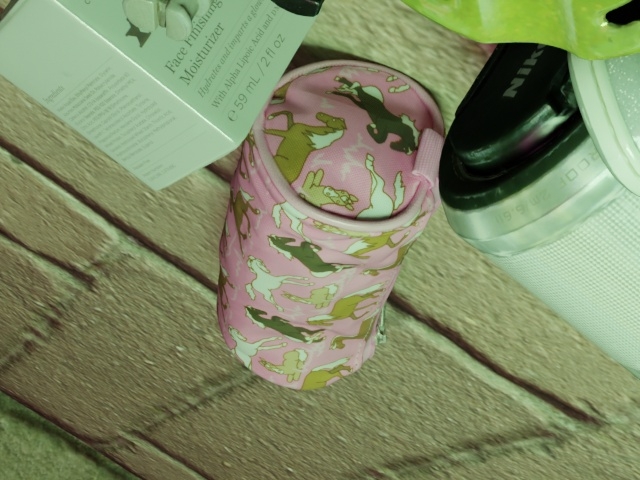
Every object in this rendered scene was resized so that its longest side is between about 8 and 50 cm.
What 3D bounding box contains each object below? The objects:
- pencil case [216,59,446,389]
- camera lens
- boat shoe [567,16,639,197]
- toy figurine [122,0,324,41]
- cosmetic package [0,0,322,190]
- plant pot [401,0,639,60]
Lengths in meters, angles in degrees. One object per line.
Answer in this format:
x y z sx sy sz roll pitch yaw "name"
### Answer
0.000 0.000 1.114 0.386 0.167 0.160 105 146 -62 "pencil case"
0.227 -0.029 0.772 0.274 0.219 0.219 38 152 -17 "camera lens"
0.243 -0.096 0.596 0.103 0.320 0.118 -30 75 52 "boat shoe"
-0.075 -0.244 0.783 0.213 0.148 0.209 -5 144 44 "toy figurine"
-0.131 -0.162 0.956 0.183 0.151 0.151 37 152 -20 "cosmetic package"
0.117 -0.222 0.500 0.276 0.254 0.276 23 153 13 "plant pot"
